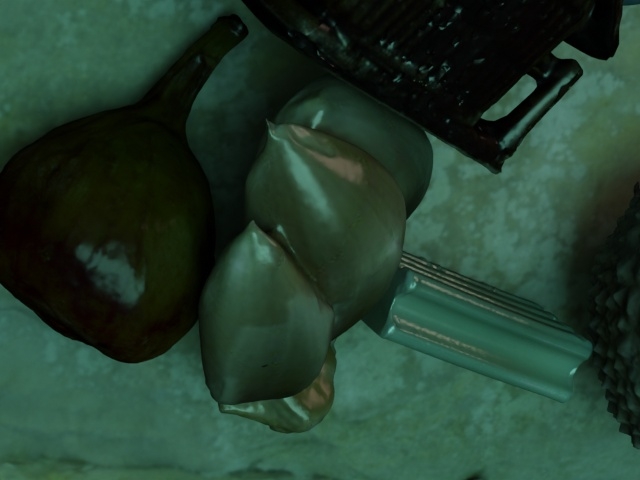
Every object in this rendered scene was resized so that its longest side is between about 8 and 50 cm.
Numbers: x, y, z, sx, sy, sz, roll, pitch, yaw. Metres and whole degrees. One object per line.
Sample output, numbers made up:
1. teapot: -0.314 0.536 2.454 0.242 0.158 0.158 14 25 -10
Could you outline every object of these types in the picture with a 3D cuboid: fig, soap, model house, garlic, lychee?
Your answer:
1. fig: -0.140 -0.035 1.189 0.190 0.191 0.290 58 47 -24
2. soap: 0.128 0.071 1.318 0.198 0.119 0.066 22 97 -24
3. model house: 0.083 -0.269 1.116 0.282 0.317 0.297 -49 147 17
4. garlic: -0.002 0.000 1.174 0.132 0.279 0.325 22 140 2
5. lychee: 0.374 0.074 1.320 0.300 0.300 0.300 -6 107 -18

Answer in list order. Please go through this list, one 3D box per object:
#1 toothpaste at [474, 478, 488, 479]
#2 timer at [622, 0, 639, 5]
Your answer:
1. toothpaste: 0.178 0.321 1.456 0.071 0.045 0.193 -26 119 -2
2. timer: 0.209 -0.295 1.232 0.255 0.175 0.175 24 97 -8
